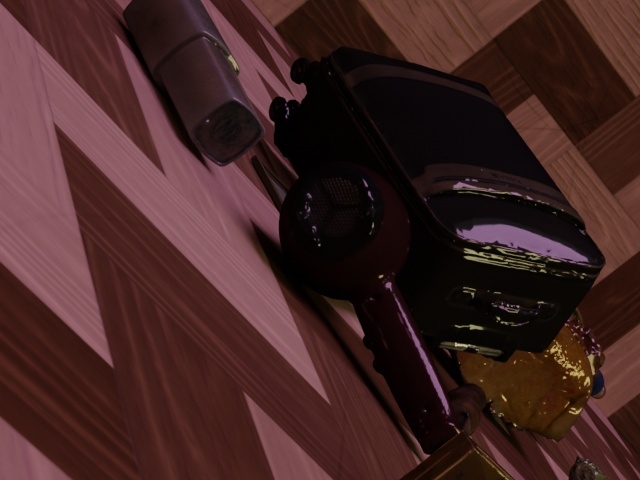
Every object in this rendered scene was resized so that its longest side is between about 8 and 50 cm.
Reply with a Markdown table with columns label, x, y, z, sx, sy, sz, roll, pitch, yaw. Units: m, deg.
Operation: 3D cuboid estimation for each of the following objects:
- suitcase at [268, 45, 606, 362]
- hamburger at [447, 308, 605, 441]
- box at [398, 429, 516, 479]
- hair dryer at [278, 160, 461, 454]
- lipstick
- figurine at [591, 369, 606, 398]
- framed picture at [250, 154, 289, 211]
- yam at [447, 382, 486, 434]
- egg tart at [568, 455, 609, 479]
| label | x | y | z | sx | sy | sz | roll | pitch | yaw |
| --- | --- | --- | --- | --- | --- | --- | --- | --- | --- |
| suitcase | 0.138 | -0.056 | 2.098 | 0.283 | 0.194 | 0.434 | 11 | 34 | -35 |
| hamburger | 0.244 | 0.130 | 2.267 | 0.155 | 0.245 | 0.282 | -118 | -159 | -60 |
| box | 0.102 | 0.198 | 1.290 | 0.133 | 0.090 | 0.023 | 44 | 10 | -45 |
| hair dryer | 0.074 | 0.102 | 1.692 | 0.312 | 0.123 | 0.340 | 63 | 3 | -68 |
| lipstick | -0.123 | -0.168 | 1.759 | 0.079 | 0.077 | 0.253 | 46 | 9 | -39 |
| figurine | 0.291 | 0.147 | 2.592 | 0.275 | 0.161 | 0.158 | 55 | -33 | 10 |
| framed picture | 0.000 | 0.000 | 1.981 | 0.201 | 0.010 | 0.136 | 45 | 10 | -40 |
| yam | 0.152 | 0.180 | 1.900 | 0.327 | 0.045 | 0.045 | 3 | 72 | -81 |
| egg tart | 0.342 | 0.352 | 2.106 | 0.197 | 0.078 | 0.197 | 49 | 9 | -11 |
